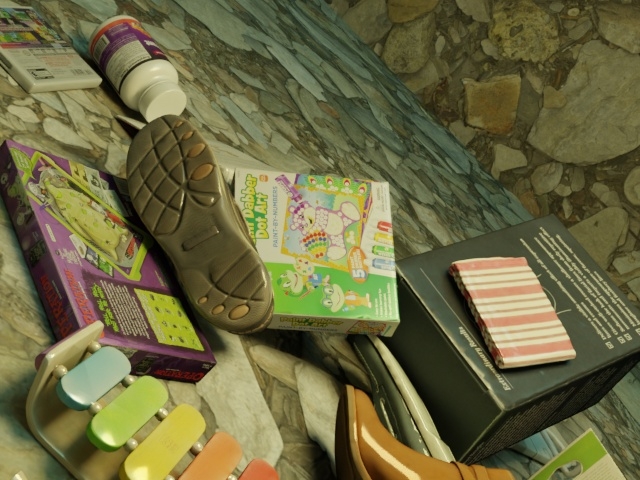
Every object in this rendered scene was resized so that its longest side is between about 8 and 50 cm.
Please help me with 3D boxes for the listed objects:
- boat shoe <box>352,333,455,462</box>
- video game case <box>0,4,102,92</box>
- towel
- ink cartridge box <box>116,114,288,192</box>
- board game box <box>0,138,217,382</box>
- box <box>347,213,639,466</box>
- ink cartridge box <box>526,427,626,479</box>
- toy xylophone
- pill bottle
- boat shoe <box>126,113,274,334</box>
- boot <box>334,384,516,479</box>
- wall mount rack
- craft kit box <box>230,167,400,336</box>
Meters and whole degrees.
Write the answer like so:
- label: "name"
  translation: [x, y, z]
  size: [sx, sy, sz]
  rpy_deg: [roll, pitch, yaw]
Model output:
- label: "boat shoe"
  translation: [0.105, 0.262, 1.385]
  size: [0.319, 0.099, 0.116]
  rpy_deg: [61, 6, 36]
- label: "video game case"
  translation: [-0.470, -0.311, 1.552]
  size: [0.183, 0.023, 0.201]
  rpy_deg: [46, 21, 5]
- label: "towel"
  translation: [0.292, 0.108, 1.467]
  size: [0.144, 0.029, 0.197]
  rpy_deg: [-3, 53, -27]
- label: "ink cartridge box"
  translation: [-0.178, -0.124, 1.671]
  size: [0.261, 0.066, 0.296]
  rpy_deg: [25, 10, 30]
- label: "board game box"
  translation: [-0.279, 0.025, 1.220]
  size: [0.208, 0.056, 0.347]
  rpy_deg: [25, 27, -50]
- label: "box"
  translation: [0.302, 0.161, 1.592]
  size: [0.395, 0.212, 0.293]
  rpy_deg: [-14, 57, -35]
- label: "ink cartridge box"
  translation: [0.459, 0.460, 1.538]
  size: [0.097, 0.189, 0.255]
  rpy_deg: [22, 29, -44]
- label: "toy xylophone"
  translation: [-0.171, 0.236, 0.953]
  size: [0.323, 0.081, 0.236]
  rpy_deg: [41, 21, -6]
- label: "pill bottle"
  translation: [-0.315, -0.294, 1.675]
  size: [0.193, 0.108, 0.108]
  rpy_deg: [52, 22, 25]
- label: "boat shoe"
  translation: [-0.167, -0.014, 1.329]
  size: [0.130, 0.132, 0.355]
  rpy_deg: [68, -2, -64]
- label: "boot"
  translation: [0.142, 0.301, 1.228]
  size: [0.220, 0.109, 0.283]
  rpy_deg: [-5, 44, -15]
- label: "wall mount rack"
  translation: [0.384, 0.286, 1.825]
  size: [0.350, 0.130, 0.304]
  rpy_deg: [30, 25, -35]
- label: "craft kit box"
  translation: [-0.013, 0.015, 1.436]
  size: [0.247, 0.061, 0.250]
  rpy_deg: [3, 59, -9]
